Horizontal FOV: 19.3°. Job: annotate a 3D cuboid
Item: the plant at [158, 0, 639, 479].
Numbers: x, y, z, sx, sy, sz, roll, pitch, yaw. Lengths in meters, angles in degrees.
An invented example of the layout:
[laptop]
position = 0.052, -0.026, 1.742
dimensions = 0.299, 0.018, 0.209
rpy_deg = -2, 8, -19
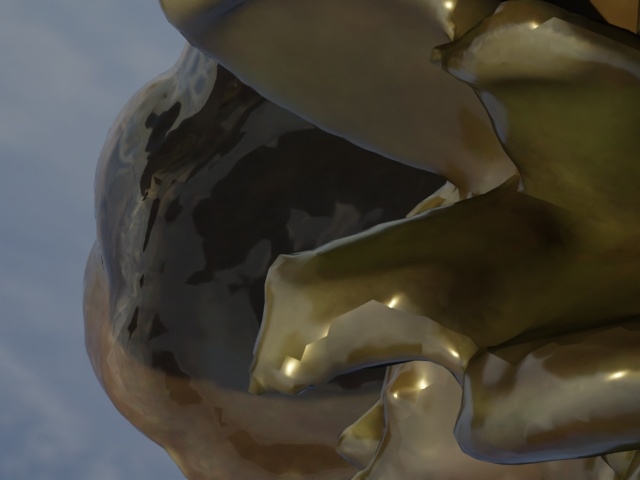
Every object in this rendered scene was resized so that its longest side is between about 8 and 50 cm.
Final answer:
[plant]
position = 0.095, 0.005, 0.440
dimensions = 0.199, 0.188, 0.276
rpy_deg = 25, -169, 37

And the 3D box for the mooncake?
[mooncake]
position = 0.000, 0.000, 1.110
dimensions = 0.306, 0.306, 0.154
rpy_deg = 21, -168, -23
